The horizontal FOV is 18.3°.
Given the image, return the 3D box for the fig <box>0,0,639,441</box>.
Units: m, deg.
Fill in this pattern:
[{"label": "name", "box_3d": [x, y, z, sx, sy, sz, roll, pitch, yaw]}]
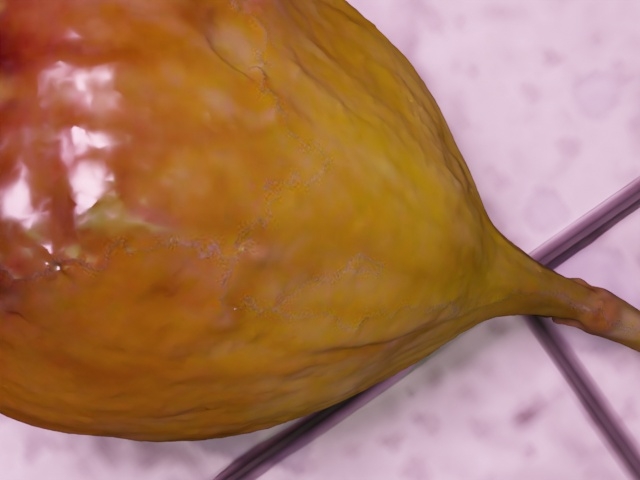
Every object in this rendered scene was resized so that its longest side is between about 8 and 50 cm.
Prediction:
[{"label": "fig", "box_3d": [0.000, 0.000, 0.583, 0.257, 0.159, 0.159, 17, 92, -19]}]
